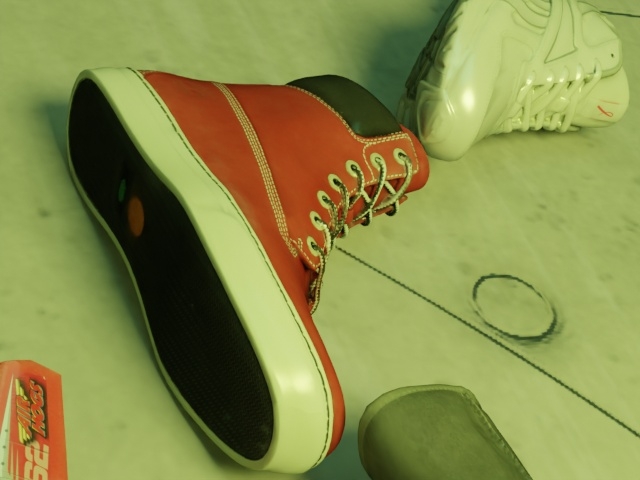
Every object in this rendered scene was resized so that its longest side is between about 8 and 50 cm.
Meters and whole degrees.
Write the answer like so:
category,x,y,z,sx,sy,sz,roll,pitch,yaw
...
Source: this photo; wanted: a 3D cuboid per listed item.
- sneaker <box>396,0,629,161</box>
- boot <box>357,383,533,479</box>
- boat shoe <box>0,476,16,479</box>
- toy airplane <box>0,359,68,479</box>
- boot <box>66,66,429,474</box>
category,x,y,z,sx,sy,sz,roll,pitch,yaw
sneaker,0.123,-0.099,0.869,0.115,0.090,0.232,34,37,4
boot,0.081,0.134,0.555,0.076,0.190,0.208,-29,61,2
boat shoe,-0.054,0.146,0.510,0.226,0.083,0.076,25,67,-8
toy airplane,-0.091,0.117,0.581,0.151,0.028,0.151,8,58,-13
boot,0.000,0.000,0.715,0.176,0.088,0.244,-3,42,-28
